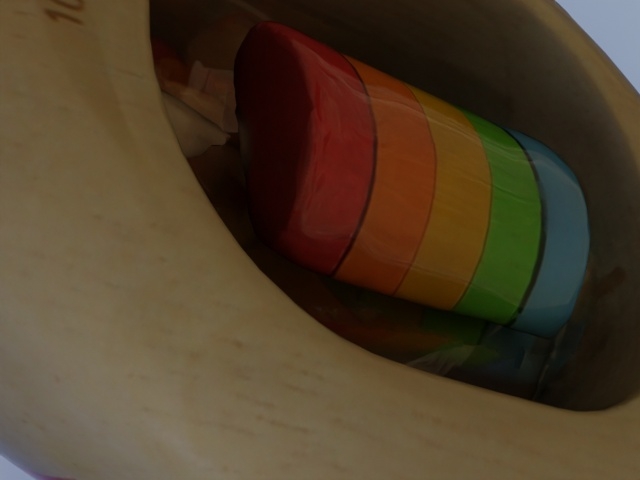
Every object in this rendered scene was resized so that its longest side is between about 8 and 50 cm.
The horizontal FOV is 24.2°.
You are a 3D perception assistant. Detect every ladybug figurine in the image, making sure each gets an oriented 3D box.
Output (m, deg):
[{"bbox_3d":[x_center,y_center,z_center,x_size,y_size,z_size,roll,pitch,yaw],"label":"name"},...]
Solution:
[{"bbox_3d":[0.000,0.000,0.565,0.449,0.162,0.305,23,-130,-37],"label":"ladybug figurine"}]
